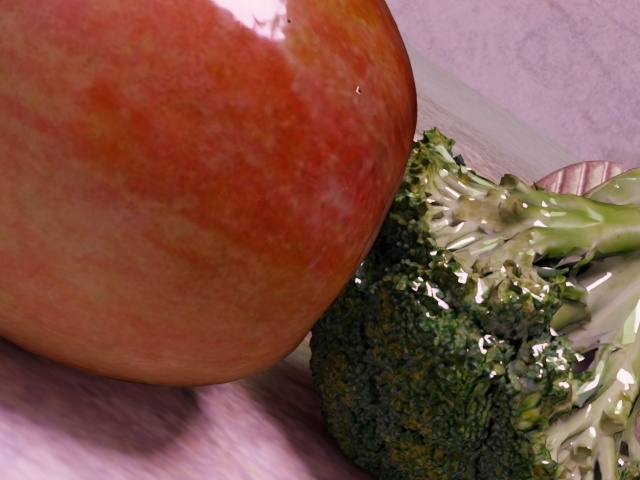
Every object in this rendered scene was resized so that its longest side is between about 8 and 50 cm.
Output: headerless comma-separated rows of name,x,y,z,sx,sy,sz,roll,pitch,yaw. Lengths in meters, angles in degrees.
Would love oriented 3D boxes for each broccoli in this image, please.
broccoli,0.109,0.047,0.834,0.261,0.242,0.269,-116,-177,-62

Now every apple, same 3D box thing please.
apple,-0.073,-0.063,0.690,0.234,0.256,0.257,27,13,5

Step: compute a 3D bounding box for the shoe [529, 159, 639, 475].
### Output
shoe,0.250,0.103,1.091,0.351,0.198,0.172,36,56,-8
